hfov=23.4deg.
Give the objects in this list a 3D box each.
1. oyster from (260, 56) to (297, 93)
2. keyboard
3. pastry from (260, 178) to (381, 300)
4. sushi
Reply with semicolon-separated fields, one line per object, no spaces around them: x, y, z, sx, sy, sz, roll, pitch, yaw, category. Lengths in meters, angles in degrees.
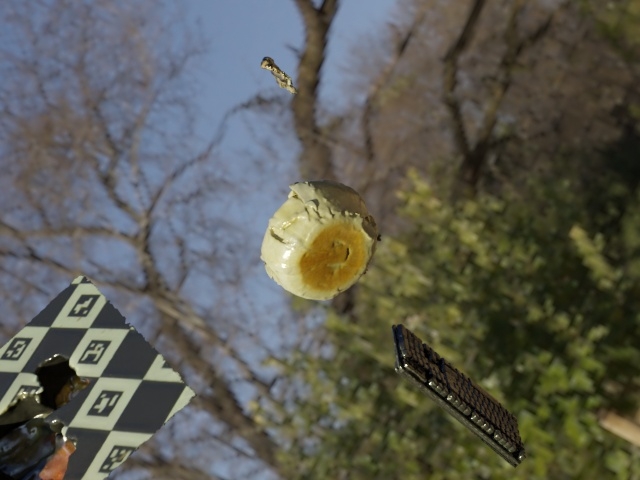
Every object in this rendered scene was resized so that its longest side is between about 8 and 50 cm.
-0.055;-0.211;1.965;0.019;0.054;0.083;-42;-15;2;oyster
0.157;0.172;1.728;0.023;0.231;0.072;-32;37;25;keyboard
0.000;0.000;2.053;0.165;0.088;0.166;-18;-51;-24;pastry
-0.265;0.195;1.446;0.294;0.292;0.059;-43;-55;-10;sushi
